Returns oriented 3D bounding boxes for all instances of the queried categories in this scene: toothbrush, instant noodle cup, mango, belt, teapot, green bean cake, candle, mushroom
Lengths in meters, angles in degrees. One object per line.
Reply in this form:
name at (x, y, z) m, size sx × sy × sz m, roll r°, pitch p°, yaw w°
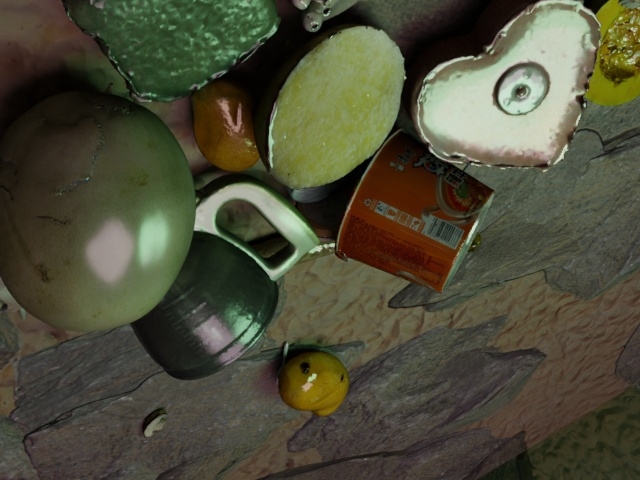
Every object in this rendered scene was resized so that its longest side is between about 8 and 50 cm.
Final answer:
toothbrush at (-0.087, 0.278, 1.818) m, size 0.017 × 0.014 × 0.162 m, roll -2°, pitch 138°, yaw -11°
instant noodle cup at (0.163, -0.038, 1.357) m, size 0.250 × 0.192 × 0.250 m, roll -56°, pitch 166°, yaw -22°
mango at (-0.014, 0.328, 1.851) m, size 0.157 × 0.109 × 0.262 m, roll -38°, pitch 152°, yaw -5°
belt at (0.000, -0.119, 1.360) m, size 0.140 × 0.058 × 0.105 m, roll -23°, pitch 149°, yaw -15°
teapot at (-0.185, 0.055, 1.293) m, size 0.321 × 0.240 × 0.239 m, roll -22°, pitch 125°, yaw 21°
green bean cake at (-0.182, -0.288, 0.980) m, size 0.222 × 0.125 × 0.227 m, roll -35°, pitch 146°, yaw 4°
candle at (0.309, -0.246, 1.304) m, size 0.317 × 0.131 × 0.287 m, roll -37°, pitch 118°, yaw 18°
mushroom at (-0.366, 0.404, 1.779) m, size 0.049 × 0.019 × 0.101 m, roll 6°, pitch 134°, yaw -37°
mango at (-0.130, -0.173, 1.186) m, size 0.115 × 0.089 × 0.165 m, roll -9°, pitch 137°, yaw -11°

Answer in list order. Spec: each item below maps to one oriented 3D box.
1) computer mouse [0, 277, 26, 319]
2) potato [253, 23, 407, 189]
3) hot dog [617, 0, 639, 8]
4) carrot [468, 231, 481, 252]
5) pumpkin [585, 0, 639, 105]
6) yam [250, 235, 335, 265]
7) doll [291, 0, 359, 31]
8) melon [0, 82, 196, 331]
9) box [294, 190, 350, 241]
computer mouse at (-0.507, 0.036, 1.164) m, size 0.199 × 0.115 × 0.389 m, roll -18°, pitch 142°, yaw -9°
potato at (-0.005, -0.209, 1.173) m, size 0.299 × 0.116 × 0.239 m, roll -31°, pitch 142°, yaw -40°
hot dog at (0.554, -0.471, 1.249) m, size 0.267 × 0.075 × 0.144 m, roll -33°, pitch 110°, yaw -4°
carrot at (0.273, -0.040, 1.632) m, size 0.069 × 0.069 × 0.229 m, roll -34°, pitch 145°, yaw 7°
pumpkin at (0.502, -0.351, 1.385) m, size 0.217 × 0.110 × 0.218 m, roll -11°, pitch 126°, yaw -16°
yam at (0.000, 0.000, 1.500) m, size 0.299 × 0.066 × 0.066 m, roll -18°, pitch 143°, yaw -17°
doll at (-0.002, -0.365, 1.030) m, size 0.149 × 0.095 × 0.192 m, roll -34°, pitch 142°, yaw -3°
melon at (-0.298, -0.044, 1.072) m, size 0.268 × 0.268 × 0.330 m, roll -5°, pitch 112°, yaw -29°
box at (0.007, -0.050, 1.404) m, size 0.105 × 0.106 × 0.037 m, roll -14°, pitch 152°, yaw -19°
